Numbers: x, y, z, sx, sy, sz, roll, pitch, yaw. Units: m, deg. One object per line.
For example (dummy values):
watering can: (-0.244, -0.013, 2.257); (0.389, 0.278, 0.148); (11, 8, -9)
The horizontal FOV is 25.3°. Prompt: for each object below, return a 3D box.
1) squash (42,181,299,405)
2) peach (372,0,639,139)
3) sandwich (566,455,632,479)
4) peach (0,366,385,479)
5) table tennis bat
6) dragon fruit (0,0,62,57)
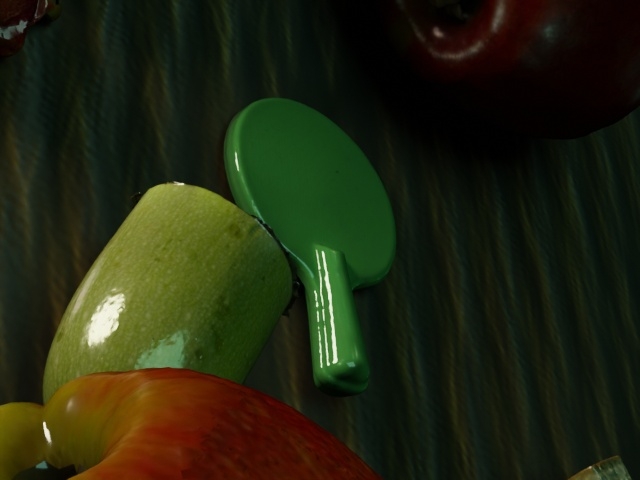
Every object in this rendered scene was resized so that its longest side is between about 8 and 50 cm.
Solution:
squash: (-0.096, 0.066, 0.829); (0.123, 0.123, 0.186); (41, 45, -15)
peach: (0.184, -0.199, 1.242); (0.258, 0.201, 0.362); (25, 14, 25)
sandwich: (0.190, 0.217, 1.022); (0.244, 0.088, 0.090); (-14, 69, -48)
peach: (-0.053, 0.241, 0.605); (0.290, 0.372, 0.372); (-29, 83, -18)
table tennis bat: (0.000, 0.000, 1.037); (0.160, 0.039, 0.257); (21, 44, -34)
dragon fruit: (-0.223, -0.182, 0.920); (0.126, 0.068, 0.112); (41, 41, -13)
